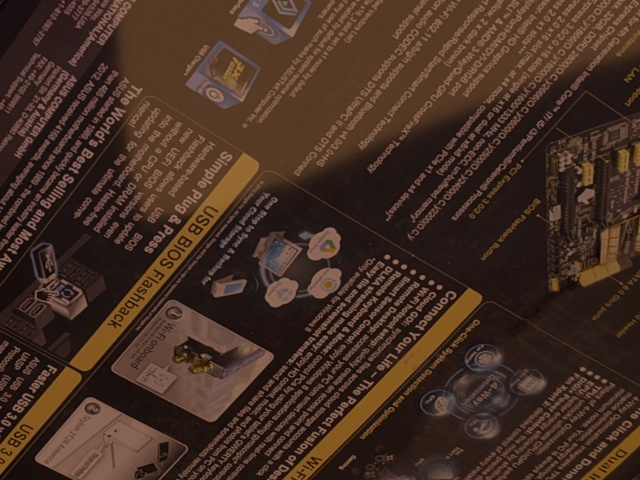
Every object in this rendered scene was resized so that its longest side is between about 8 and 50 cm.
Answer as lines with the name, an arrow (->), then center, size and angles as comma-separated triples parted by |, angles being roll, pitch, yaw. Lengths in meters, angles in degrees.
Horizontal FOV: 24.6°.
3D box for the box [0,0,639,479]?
box -> 0.000, 0.000, 0.558 | 0.318, 0.097, 0.395 | 31, 117, -20
